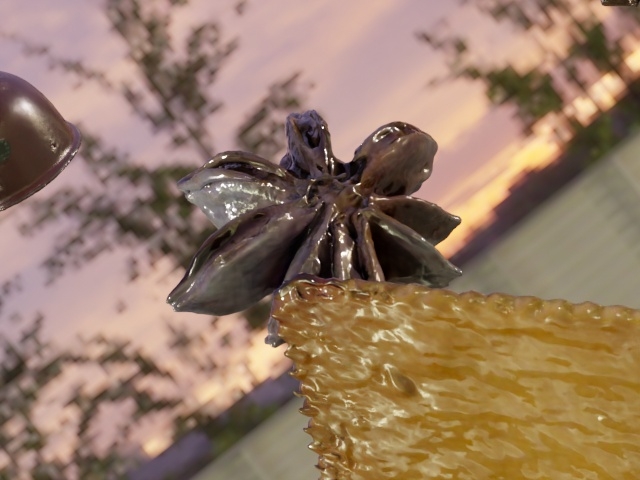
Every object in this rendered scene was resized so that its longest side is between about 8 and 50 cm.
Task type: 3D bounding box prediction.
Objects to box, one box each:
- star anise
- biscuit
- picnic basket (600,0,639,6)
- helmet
[{"bbox_3d":[0.000,0.000,1.300,0.229,0.236,0.093,-18,-34,-17],"label":"star anise"},{"bbox_3d":[0.102,0.113,0.910,0.237,0.232,0.013,5,39,22],"label":"biscuit"},{"bbox_3d":[0.224,-0.338,1.536,0.321,0.254,0.291,-12,-61,-43],"label":"picnic basket"},{"bbox_3d":[-0.322,-0.109,1.843,0.155,0.106,0.175,-33,29,-11],"label":"helmet"}]
